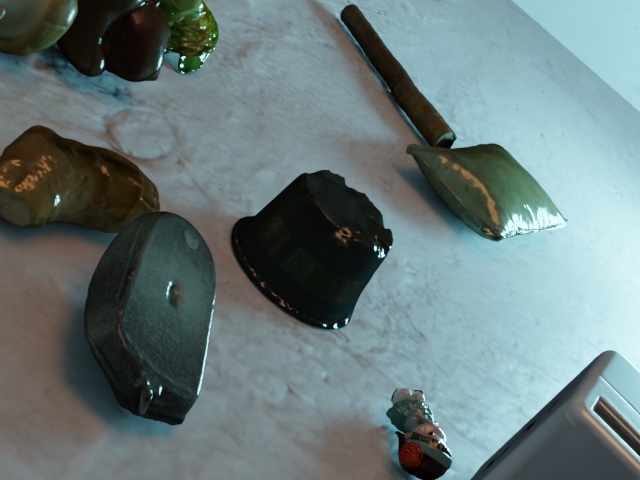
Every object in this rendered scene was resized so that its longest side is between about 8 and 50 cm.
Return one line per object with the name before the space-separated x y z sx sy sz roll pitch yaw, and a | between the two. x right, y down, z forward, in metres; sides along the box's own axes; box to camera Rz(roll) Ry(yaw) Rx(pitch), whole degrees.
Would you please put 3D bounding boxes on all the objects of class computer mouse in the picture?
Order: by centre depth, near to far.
computer mouse | -0.143 0.067 1.095 0.113 0.068 0.229 45 31 -26

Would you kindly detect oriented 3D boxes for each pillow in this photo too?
pillow | 0.241 -0.075 1.913 0.185 0.075 0.302 47 23 17

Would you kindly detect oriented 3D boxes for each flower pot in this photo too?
flower pot | 0.000 0.000 1.378 0.157 0.107 0.157 32 27 -18

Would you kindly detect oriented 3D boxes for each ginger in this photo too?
ginger | -0.221 -0.048 1.167 0.190 0.069 0.095 10 34 -49

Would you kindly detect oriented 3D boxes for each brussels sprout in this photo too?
brussels sprout | -0.188 -0.294 1.615 0.181 0.100 0.139 49 14 19

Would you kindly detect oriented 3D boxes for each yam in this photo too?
yam | 0.113 -0.254 2.068 0.045 0.045 0.326 -13 50 -24

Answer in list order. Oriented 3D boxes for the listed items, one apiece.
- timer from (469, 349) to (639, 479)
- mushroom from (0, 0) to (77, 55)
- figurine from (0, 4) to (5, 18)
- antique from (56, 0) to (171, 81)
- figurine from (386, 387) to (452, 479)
timer | 0.251 0.246 1.223 0.192 0.195 0.194 45 24 8
mushroom | -0.368 -0.289 1.233 0.350 0.128 0.128 38 20 -43
figurine | -0.343 -0.190 1.163 0.125 0.138 0.125 8 65 -16
antique | -0.262 -0.269 1.433 0.257 0.121 0.143 38 14 10
figurine | 0.090 0.182 1.274 0.060 0.047 0.106 38 20 -31
